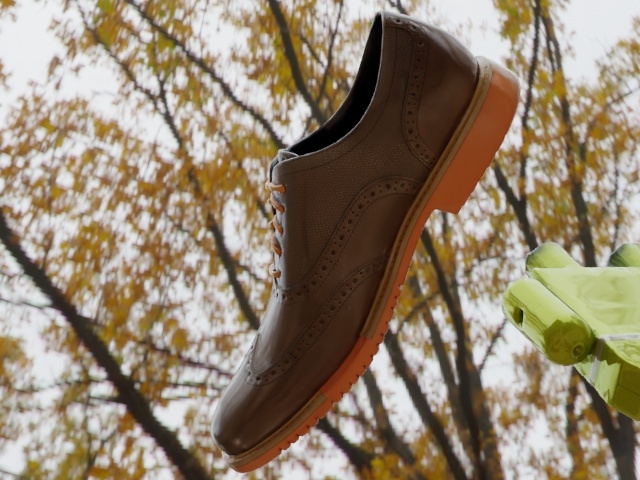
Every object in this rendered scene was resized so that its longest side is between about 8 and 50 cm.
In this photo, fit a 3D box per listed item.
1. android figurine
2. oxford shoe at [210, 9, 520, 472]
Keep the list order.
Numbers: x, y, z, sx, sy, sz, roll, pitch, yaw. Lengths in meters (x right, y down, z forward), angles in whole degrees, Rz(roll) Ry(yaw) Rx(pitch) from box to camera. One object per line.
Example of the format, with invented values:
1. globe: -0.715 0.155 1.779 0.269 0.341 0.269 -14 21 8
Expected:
1. android figurine: 0.275 0.073 1.007 0.248 0.273 0.056 1 -67 -17
2. oxford shoe: 0.000 0.000 0.946 0.132 0.130 0.364 31 -91 -18
